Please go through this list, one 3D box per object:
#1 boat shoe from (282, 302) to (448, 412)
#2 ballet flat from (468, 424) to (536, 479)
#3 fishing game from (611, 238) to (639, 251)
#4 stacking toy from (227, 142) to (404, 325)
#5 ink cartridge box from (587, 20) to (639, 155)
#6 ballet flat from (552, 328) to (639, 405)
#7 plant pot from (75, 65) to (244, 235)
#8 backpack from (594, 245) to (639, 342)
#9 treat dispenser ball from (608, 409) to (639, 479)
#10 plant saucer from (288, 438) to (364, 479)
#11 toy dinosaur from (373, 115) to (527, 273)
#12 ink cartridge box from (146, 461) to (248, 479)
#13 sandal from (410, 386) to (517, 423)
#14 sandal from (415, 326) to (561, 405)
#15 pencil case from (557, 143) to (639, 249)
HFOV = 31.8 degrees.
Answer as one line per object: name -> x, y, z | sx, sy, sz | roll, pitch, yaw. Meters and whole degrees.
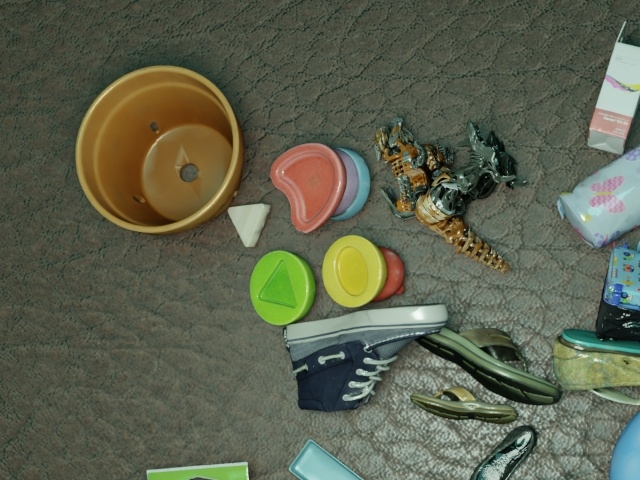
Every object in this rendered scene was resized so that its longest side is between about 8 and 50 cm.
boat shoe -> 0.082, 0.196, 1.854 | 0.340, 0.127, 0.158 | -15, 81, 47
ballet flat -> 0.295, 0.376, 1.867 | 0.057, 0.049, 0.173 | 37, 89, 16
fishing game -> 0.619, 0.036, 1.868 | 0.264, 0.041, 0.189 | -5, 80, 13
stacking toy -> 0.000, 0.000, 1.989 | 0.279, 0.130, 0.309 | -29, 71, 32
ink cartridge box -> 0.513, -0.257, 1.900 | 0.067, 0.115, 0.198 | 17, 84, 14
ballet flat -> 0.552, 0.216, 1.822 | 0.348, 0.123, 0.123 | 5, 81, 11
plant pot -> -0.258, -0.141, 1.988 | 0.290, 0.203, 0.291 | -2, 80, 11
backpack -> 0.537, 0.096, 1.790 | 0.173, 0.117, 0.158 | 13, 38, 14
treat dispenser ball -> 0.583, 0.364, 1.689 | 0.288, 0.288, 0.288 | -2, 80, 11
plant saucer -> 0.039, 0.424, 1.926 | 0.192, 0.018, 0.067 | 35, 88, 14
toy dinosaur -> 0.227, -0.089, 1.938 | 0.218, 0.164, 0.322 | -39, 93, 17
ink cartridge box -> -0.190, 0.514, 1.916 | 0.188, 0.097, 0.255 | -7, 77, 10
sandal -> 0.241, 0.272, 1.890 | 0.180, 0.072, 0.049 | 5, 66, 10
sandal -> 0.270, 0.180, 1.877 | 0.302, 0.120, 0.086 | 31, 73, 15
pencil case -> 0.532, -0.101, 1.872 | 0.273, 0.113, 0.124 | -35, 57, 3
